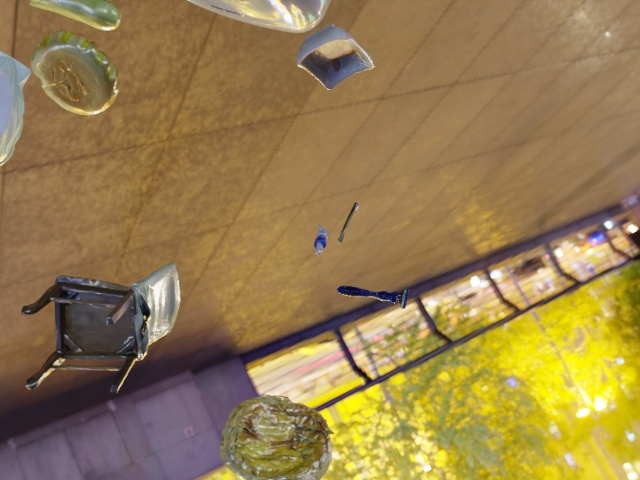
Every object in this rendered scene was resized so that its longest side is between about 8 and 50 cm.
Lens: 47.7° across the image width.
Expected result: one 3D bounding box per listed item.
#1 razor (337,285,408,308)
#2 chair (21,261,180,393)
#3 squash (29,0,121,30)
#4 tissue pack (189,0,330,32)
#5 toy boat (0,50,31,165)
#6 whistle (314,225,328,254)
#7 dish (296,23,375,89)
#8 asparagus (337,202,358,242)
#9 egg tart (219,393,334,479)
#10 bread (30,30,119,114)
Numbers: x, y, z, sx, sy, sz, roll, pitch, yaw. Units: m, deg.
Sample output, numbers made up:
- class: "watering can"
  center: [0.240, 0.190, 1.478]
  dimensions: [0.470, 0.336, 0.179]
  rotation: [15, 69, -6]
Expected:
- class: "razor"
  center: [0.113, 0.119, 1.590]
  dimensions: [0.155, 0.044, 0.028]
  rotation: [7, 175, 10]
- class: "chair"
  center: [-0.383, 0.140, 1.303]
  dimensions: [0.186, 0.160, 0.319]
  rotation: [3, -165, 3]
- class: "squash"
  center: [-0.650, -0.621, 1.923]
  dimensions: [0.250, 0.083, 0.083]
  rotation: [17, 158, 0]
- class: "tissue pack"
  center: [-0.124, -0.520, 1.333]
  dimensions: [0.236, 0.333, 0.229]
  rotation: [24, 87, -75]
- class: "toy boat"
  center: [-0.703, -0.258, 1.483]
  dimensions: [0.199, 0.290, 0.100]
  rotation: [30, 166, -33]
- class: "whistle"
  center: [0.000, 0.000, 1.606]
  dimensions: [0.029, 0.033, 0.083]
  rotation: [-28, -149, 30]
- class: "dish"
  center: [0.033, -0.485, 1.878]
  dimensions: [0.151, 0.077, 0.212]
  rotation: [-24, 163, 20]
- class: "asparagus"
  center: [0.074, -0.048, 1.971]
  dimensions: [0.127, 0.018, 0.015]
  rotation: [-65, 147, -20]
- class: "egg tart"
  center: [-0.096, 0.442, 1.540]
  dimensions: [0.252, 0.232, 0.098]
  rotation: [-6, 142, -21]
- class: "bread"
  center: [-0.577, -0.403, 1.730]
  dimensions: [0.213, 0.213, 0.104]
  rotation: [-42, -159, 41]
